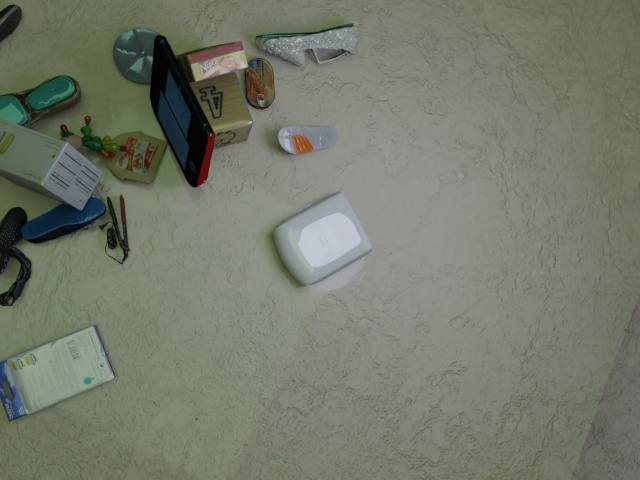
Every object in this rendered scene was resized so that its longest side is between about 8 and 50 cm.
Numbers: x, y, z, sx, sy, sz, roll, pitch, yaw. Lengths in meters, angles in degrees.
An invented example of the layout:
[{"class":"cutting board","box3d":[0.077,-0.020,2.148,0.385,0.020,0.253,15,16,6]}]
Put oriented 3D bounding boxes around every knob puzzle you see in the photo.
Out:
[{"class":"knob puzzle","box3d":[-0.642,-0.287,1.795,0.213,0.030,0.213,3,69,-8]}]

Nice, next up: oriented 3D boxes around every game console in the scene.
[{"class":"game console","box3d":[-0.448,-0.391,1.680,0.060,0.342,0.387,-23,77,-23]}]

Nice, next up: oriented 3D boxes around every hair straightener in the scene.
[{"class":"hair straightener","box3d":[-0.684,-0.035,1.748,0.089,0.047,0.231,-8,89,-16]}]

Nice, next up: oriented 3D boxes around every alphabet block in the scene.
[{"class":"alphabet block","box3d":[-0.362,-0.434,1.813,0.197,0.192,0.194,-19,86,-16]}]

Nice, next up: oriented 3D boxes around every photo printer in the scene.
[{"class":"photo printer","box3d":[0.000,0.000,1.892,0.307,0.107,0.256,-28,90,-17]}]

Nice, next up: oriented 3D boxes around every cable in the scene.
[{"class":"cable","box3d":[-0.990,0.107,1.643,0.150,0.047,0.185,14,75,-5]}]

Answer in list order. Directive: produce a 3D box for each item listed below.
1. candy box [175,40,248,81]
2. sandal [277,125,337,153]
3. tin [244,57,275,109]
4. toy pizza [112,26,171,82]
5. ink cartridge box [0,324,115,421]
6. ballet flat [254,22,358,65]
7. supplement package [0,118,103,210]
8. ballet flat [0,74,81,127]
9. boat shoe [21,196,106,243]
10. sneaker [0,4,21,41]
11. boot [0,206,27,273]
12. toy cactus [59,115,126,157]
[{"class":"candy box","box3d":[-0.385,-0.591,1.755,0.182,0.316,0.088,-24,116,-21]},{"class":"sandal","box3d":[-0.055,-0.371,1.955,0.265,0.076,0.102,-10,100,-37]},{"class":"tin","box3d":[-0.224,-0.577,1.951,0.106,0.040,0.190,-2,83,-12]},{"class":"toy pizza","box3d":[-0.621,-0.647,1.854,0.201,0.032,0.201,2,83,-14]},{"class":"ink cartridge box","box3d":[-0.820,0.405,1.633,0.311,0.065,0.186,-21,88,-19]},{"class":"ballet flat","box3d":[-0.036,-0.723,1.980,0.408,0.147,0.147,-14,86,-17]},{"class":"supplement package","box3d":[-0.846,-0.227,1.597,0.261,0.204,0.145,19,76,13]},{"class":"ballet flat","box3d":[-0.935,-0.422,1.694,0.348,0.123,0.123,-28,90,-14]},{"class":"boat shoe","box3d":[-0.815,-0.068,1.693,0.258,0.089,0.109,-18,74,-12]},{"class":"sneaker","box3d":[-1.082,-0.704,1.708,0.118,0.083,0.222,37,76,-7]},{"class":"boot","box3d":[-1.022,-0.003,1.619,0.161,0.083,0.247,1,56,10]},{"class":"toy cactus","box3d":[-0.754,-0.323,1.689,0.219,0.180,0.112,26,110,7]}]
